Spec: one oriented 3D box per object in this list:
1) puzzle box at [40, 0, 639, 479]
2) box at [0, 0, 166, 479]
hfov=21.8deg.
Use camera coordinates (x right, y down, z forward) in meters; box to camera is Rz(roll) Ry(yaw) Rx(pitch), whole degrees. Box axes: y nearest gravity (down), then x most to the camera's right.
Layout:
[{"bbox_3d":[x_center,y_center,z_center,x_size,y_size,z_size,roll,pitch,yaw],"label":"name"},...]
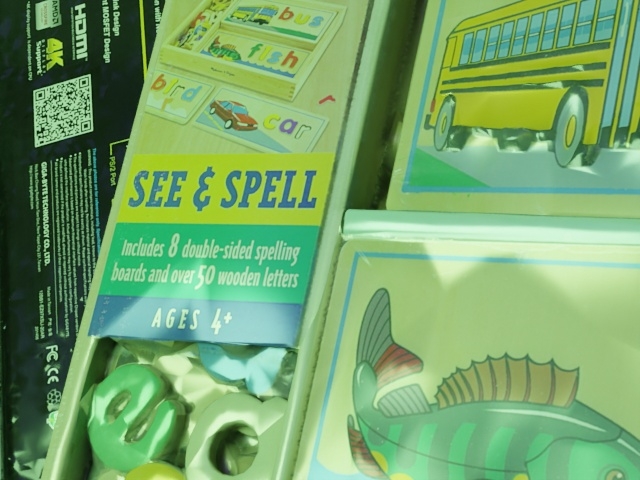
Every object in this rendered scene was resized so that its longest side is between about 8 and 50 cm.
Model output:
[{"bbox_3d":[0.111,0.002,0.502,0.409,0.052,0.272,1,69,30],"label":"puzzle box"},{"bbox_3d":[0.000,0.000,0.650,0.257,0.079,0.322,-14,65,14],"label":"box"}]
